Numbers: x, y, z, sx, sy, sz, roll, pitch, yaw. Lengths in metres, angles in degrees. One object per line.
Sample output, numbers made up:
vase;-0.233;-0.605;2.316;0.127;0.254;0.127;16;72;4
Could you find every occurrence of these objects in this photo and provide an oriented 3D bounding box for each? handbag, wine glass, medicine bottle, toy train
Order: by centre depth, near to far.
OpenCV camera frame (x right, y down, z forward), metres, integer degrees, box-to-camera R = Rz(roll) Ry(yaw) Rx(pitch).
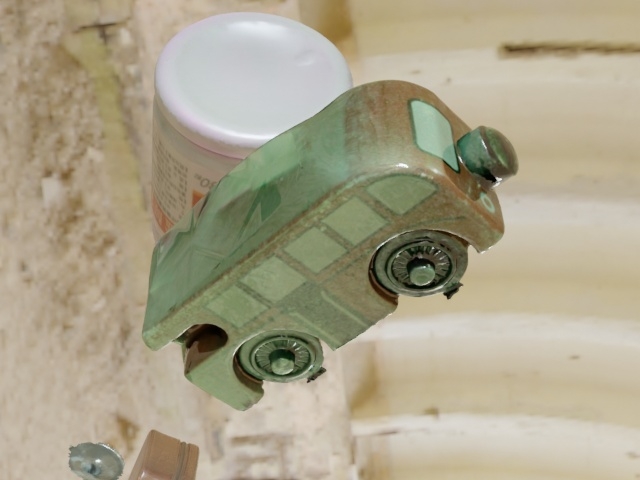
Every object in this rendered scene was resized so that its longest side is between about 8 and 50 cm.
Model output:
toy train;0.000;0.000;0.923;0.159;0.326;0.129;35;34;-31
wine glass;-0.266;0.307;1.260;0.066;0.066;0.198;-94;-155;-61
medicine bottle;-0.081;-0.063;1.275;0.316;0.202;0.202;100;-11;-48
handbag;-0.208;0.334;1.401;0.151;0.072;0.193;-111;-134;-78
